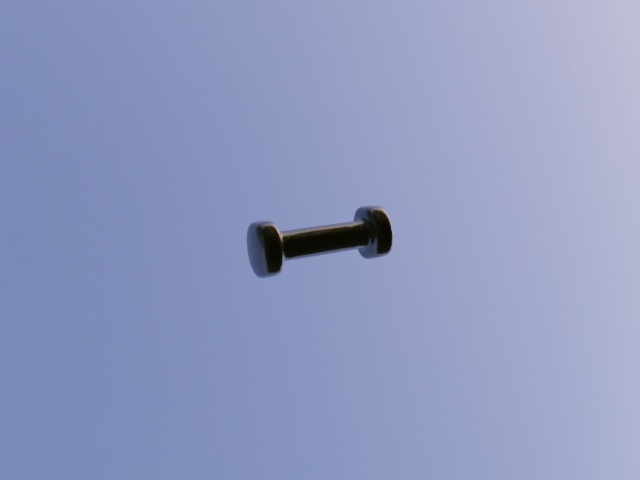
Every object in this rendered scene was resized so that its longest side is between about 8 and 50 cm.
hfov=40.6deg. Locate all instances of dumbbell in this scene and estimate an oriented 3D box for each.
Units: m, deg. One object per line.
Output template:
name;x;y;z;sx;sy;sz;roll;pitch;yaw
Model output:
dumbbell;0.000;0.000;0.697;0.118;0.052;0.046;-9;-89;-21
